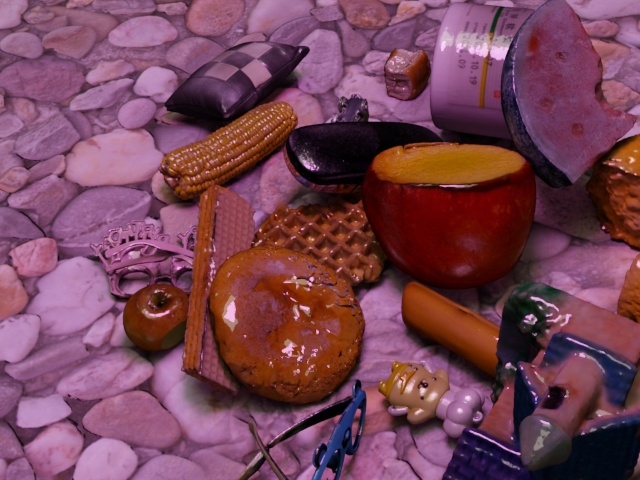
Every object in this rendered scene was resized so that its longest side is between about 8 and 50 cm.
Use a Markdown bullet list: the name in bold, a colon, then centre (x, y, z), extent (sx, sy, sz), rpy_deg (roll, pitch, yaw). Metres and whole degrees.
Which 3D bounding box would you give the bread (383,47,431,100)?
- **bread**: centre (0.165, -0.318, 2.232), extent (0.076, 0.083, 0.070), rpy_deg (13, 54, 18)

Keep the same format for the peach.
- **peach**: centre (0.198, -0.046, 1.871), extent (0.274, 0.248, 0.245), rpy_deg (7, 86, 1)

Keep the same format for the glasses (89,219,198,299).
- **glasses**: centre (-0.274, 0.012, 1.982), extent (0.255, 0.095, 0.162), rpy_deg (1, 43, 4)

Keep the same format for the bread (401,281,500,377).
- **bread**: centre (0.223, 0.144, 1.801), extent (0.239, 0.092, 0.074), rpy_deg (29, 90, 30)

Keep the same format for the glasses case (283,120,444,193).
- **glasses case**: centre (0.086, -0.145, 2.024), extent (0.321, 0.082, 0.122), rpy_deg (-4, 51, -30)

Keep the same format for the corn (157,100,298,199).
- **corn**: centre (-0.162, -0.170, 2.133), extent (0.291, 0.101, 0.101), rpy_deg (-34, 52, -26)

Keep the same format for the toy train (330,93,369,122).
- **toy train**: centre (0.039, -0.178, 2.126), extent (0.060, 0.081, 0.202), rpy_deg (11, 57, 18)

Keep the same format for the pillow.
- **pillow**: centre (-0.158, -0.309, 2.244), extent (0.186, 0.106, 0.250), rpy_deg (14, 45, 44)

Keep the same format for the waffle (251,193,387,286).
- **waffle**: centre (0.000, -0.001, 1.982), extent (0.253, 0.056, 0.249), rpy_deg (3, 48, 12)

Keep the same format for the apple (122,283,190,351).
- **apple**: centre (-0.262, 0.123, 1.875), extent (0.099, 0.102, 0.114), rpy_deg (41, 55, 21)

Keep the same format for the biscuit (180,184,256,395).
- **biscuit**: centre (-0.161, 0.075, 1.882), extent (0.054, 0.094, 0.379), rpy_deg (-30, 44, 36)

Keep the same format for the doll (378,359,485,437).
- **doll**: centre (0.169, 0.235, 1.740), extent (0.162, 0.062, 0.106), rpy_deg (23, 59, 24)

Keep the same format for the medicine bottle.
- **medicine bottle**: centre (0.332, -0.300, 2.087), extent (0.232, 0.238, 0.238), rpy_deg (10, 50, 16)

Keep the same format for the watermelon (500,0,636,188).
- **watermelon**: centre (0.394, -0.232, 1.903), extent (0.226, 0.148, 0.318), rpy_deg (2, 80, -11)

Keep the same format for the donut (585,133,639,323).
- **donut**: centre (0.621, -0.014, 1.841), extent (0.377, 0.163, 0.435), rpy_deg (-7, 47, -1)

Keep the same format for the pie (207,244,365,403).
- **pie**: centre (-0.053, 0.122, 1.818), extent (0.273, 0.069, 0.273), rpy_deg (8, 63, -16)

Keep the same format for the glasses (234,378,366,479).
- **glasses**: centre (-0.027, 0.307, 1.684), extent (0.207, 0.102, 0.239), rpy_deg (-20, 20, 35)

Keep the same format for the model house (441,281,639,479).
- **model house**: centre (0.289, 0.263, 1.533), extent (0.245, 0.312, 0.280), rpy_deg (26, 54, 24)
